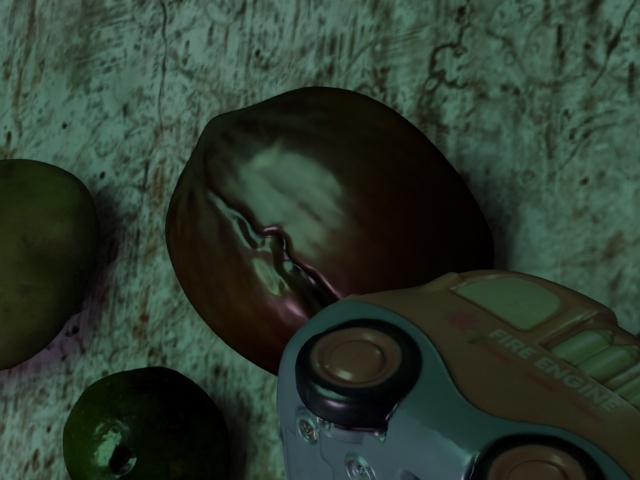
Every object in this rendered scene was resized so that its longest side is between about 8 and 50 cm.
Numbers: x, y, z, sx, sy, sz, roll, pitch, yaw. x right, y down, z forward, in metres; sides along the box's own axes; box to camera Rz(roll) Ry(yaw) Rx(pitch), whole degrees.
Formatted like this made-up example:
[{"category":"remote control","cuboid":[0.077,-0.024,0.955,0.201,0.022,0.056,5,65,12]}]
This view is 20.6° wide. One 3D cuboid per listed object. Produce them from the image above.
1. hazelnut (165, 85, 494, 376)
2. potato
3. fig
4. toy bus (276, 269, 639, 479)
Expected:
[{"category":"hazelnut","cuboid":[-0.001,0.002,1.205,0.212,0.181,0.181,-37,51,24]},{"category":"potato","cuboid":[-0.315,0.027,1.504,0.296,0.141,0.192,-16,57,39]},{"category":"fig","cuboid":[-0.141,0.152,1.322,0.156,0.123,0.123,8,78,59]},{"category":"toy bus","cuboid":[0.122,0.129,1.026,0.232,0.194,0.287,-32,46,-28]}]
